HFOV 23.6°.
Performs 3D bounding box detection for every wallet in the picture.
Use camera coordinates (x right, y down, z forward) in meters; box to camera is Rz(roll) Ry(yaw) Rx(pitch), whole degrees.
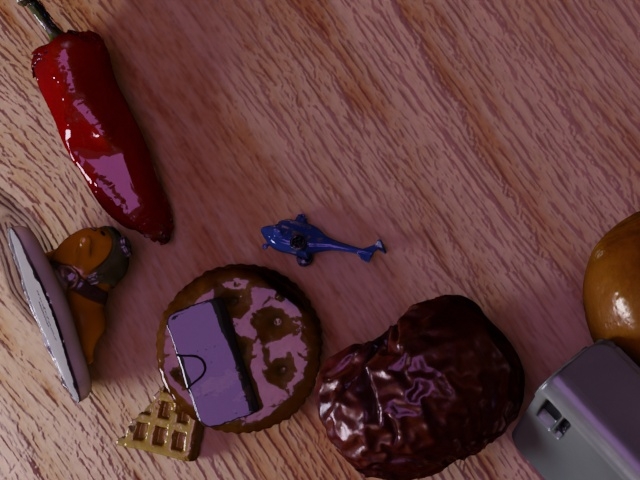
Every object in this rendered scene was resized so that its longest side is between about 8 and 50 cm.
[{"bbox_3d":[-0.136,0.154,1.921,0.082,0.018,0.156,-18,82,3],"label":"wallet"}]

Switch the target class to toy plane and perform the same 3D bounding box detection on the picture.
[{"bbox_3d":[0.000,0.000,1.963,0.167,0.054,0.062,13,66,18],"label":"toy plane"}]

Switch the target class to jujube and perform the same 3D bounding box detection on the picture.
[{"bbox_3d":[0.123,0.183,1.827,0.232,0.213,0.213,-35,78,13],"label":"jujube"}]

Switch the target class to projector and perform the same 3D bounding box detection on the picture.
[{"bbox_3d":[0.333,0.235,1.739,0.108,0.250,0.198,-39,75,-15],"label":"projector"}]

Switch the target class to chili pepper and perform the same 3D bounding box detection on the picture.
[{"bbox_3d":[-0.300,-0.164,2.038,0.110,0.110,0.387,-27,85,15],"label":"chili pepper"}]

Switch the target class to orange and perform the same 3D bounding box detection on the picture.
[{"bbox_3d":[0.400,0.084,1.742,0.183,0.249,0.249,-35,77,30],"label":"orange"}]

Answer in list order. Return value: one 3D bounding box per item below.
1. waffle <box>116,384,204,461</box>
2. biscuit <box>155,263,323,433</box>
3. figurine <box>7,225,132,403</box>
[{"bbox_3d":[-0.200,0.190,2.028,0.125,0.032,0.191,9,88,21],"label":"waffle"},{"bbox_3d":[-0.104,0.137,1.961,0.221,0.066,0.220,0,86,5],"label":"biscuit"},{"bbox_3d":[-0.309,0.077,2.042,0.141,0.166,0.249,-22,108,-20],"label":"figurine"}]
